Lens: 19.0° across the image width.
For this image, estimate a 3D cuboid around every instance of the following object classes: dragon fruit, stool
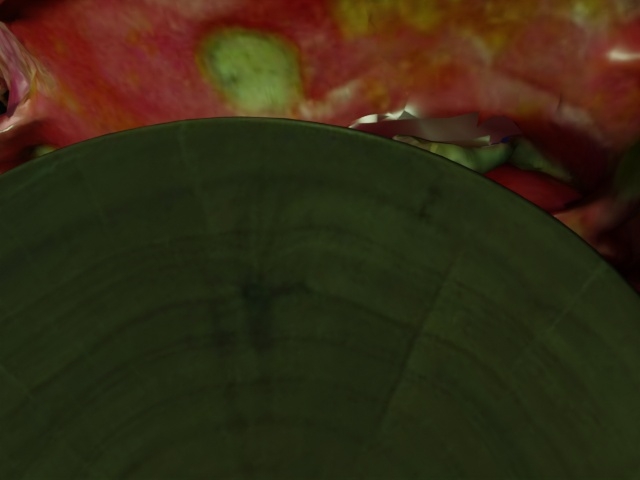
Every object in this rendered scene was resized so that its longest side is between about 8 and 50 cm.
[{"bbox_3d":[0.024,-0.096,0.686,0.371,0.386,0.249,-17,-77,-61],"label":"dragon fruit"},{"bbox_3d":[-0.019,0.090,0.431,0.179,0.179,0.264,-60,-3,-11],"label":"stool"}]
